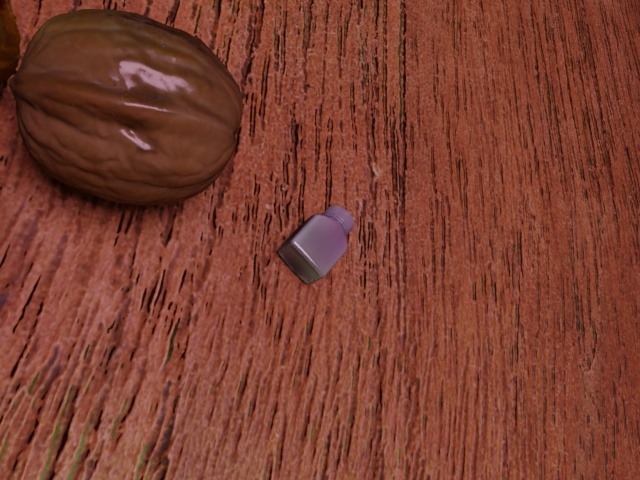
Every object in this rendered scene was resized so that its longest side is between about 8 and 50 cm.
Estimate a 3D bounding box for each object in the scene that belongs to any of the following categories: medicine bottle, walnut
[{"bbox_3d":[0.000,0.000,0.835,0.074,0.055,0.118,46,54,-8],"label":"medicine bottle"},{"bbox_3d":[-0.224,-0.153,0.656,0.261,0.225,0.224,8,67,-25],"label":"walnut"}]

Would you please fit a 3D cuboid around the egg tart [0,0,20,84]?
[{"bbox_3d":[-0.432,-0.259,0.576,0.215,0.215,0.170,6,54,-32],"label":"egg tart"}]
